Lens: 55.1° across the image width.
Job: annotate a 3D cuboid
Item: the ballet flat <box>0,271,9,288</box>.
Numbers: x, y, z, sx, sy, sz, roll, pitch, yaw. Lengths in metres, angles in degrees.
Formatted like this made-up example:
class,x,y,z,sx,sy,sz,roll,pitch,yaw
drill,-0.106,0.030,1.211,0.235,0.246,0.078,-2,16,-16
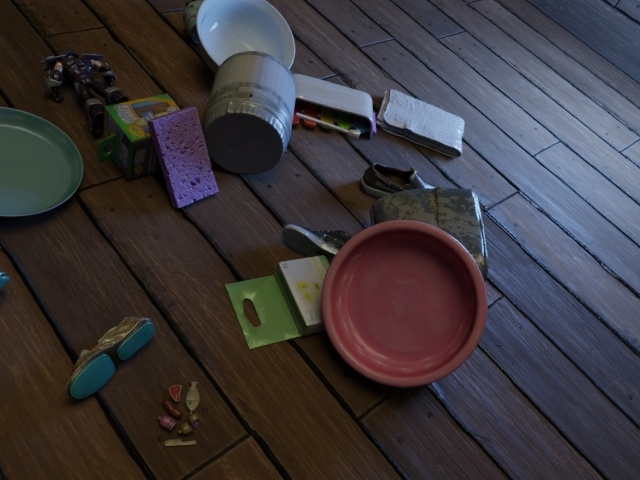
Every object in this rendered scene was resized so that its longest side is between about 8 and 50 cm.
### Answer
class,x,y,z,sx,sy,sz,roll,pitch,yaw
ballet flat,-0.687,0.119,1.096,0.247,0.083,0.087,-10,79,-27

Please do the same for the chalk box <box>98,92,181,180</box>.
class,x,y,z,sx,sy,sz,roll,pitch,yaw
chalk box,-0.432,-0.242,1.457,0.213,0.132,0.132,-22,62,-36

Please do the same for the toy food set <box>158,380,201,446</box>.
class,x,y,z,sx,sy,sz,roll,pitch,yaw
toy food set,-0.257,0.312,1.121,0.078,0.019,0.122,3,50,-19

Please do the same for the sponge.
class,x,y,z,sx,sy,sz,roll,pitch,yaw
sponge,-0.316,-0.193,1.426,0.117,0.210,0.031,-27,26,-35

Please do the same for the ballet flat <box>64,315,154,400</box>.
class,x,y,z,sx,sy,sz,roll,pitch,yaw
ballet flat,-0.398,0.212,1.135,0.067,0.073,0.206,15,37,30

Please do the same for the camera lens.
class,x,y,z,sx,sy,sz,roll,pitch,yaw
camera lens,-0.178,-0.331,1.571,0.219,0.219,0.274,13,48,-10

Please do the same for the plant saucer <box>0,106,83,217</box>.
class,x,y,z,sx,sy,sz,roll,pitch,yaw
plant saucer,-0.685,-0.165,1.330,0.318,0.043,0.317,17,47,-19

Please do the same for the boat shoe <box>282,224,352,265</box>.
class,x,y,z,sx,sy,sz,roll,pitch,yaw
boat shoe,0.000,0.000,1.465,0.183,0.065,0.083,29,45,-4

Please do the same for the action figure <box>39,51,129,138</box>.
class,x,y,z,sx,sy,sz,roll,pitch,yaw
action figure,-0.592,-0.389,1.553,0.185,0.099,0.285,-25,59,-28

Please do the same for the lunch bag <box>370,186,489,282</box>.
class,x,y,z,sx,sy,sz,roll,pitch,yaw
lunch bag,0.239,0.023,1.433,0.256,0.212,0.305,3,45,5

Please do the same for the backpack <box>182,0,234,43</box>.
class,x,y,z,sx,sy,sz,roll,pitch,yaw
backpack,-0.324,-0.672,1.868,0.182,0.152,0.115,-10,57,-19

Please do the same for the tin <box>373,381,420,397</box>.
class,x,y,z,sx,sy,sz,roll,pitch,yaw
tin,0.193,0.265,1.325,0.190,0.040,0.106,-24,67,-35

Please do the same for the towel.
class,x,y,z,sx,sy,sz,roll,pitch,yaw
towel,0.316,-0.369,1.911,0.282,0.049,0.187,21,47,-3

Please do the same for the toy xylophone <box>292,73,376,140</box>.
class,x,y,z,sx,sy,sz,roll,pitch,yaw
toy xylophone,0.017,-0.376,1.778,0.323,0.081,0.236,19,46,-5

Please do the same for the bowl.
class,x,y,z,sx,sy,sz,roll,pitch,yaw
bowl,-0.233,-0.558,1.776,0.298,0.134,0.297,9,69,-25

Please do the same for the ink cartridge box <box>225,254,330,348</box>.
class,x,y,z,sx,sy,sz,roll,pitch,yaw
ink cartridge box,-0.066,0.128,1.332,0.235,0.056,0.171,-8,55,-29

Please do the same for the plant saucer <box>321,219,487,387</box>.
class,x,y,z,sx,sy,sz,roll,pitch,yaw
plant saucer,0.169,0.126,1.249,0.332,0.332,0.084,41,10,16

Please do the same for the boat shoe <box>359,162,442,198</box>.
class,x,y,z,sx,sy,sz,roll,pitch,yaw
boat shoe,0.240,-0.147,1.656,0.258,0.095,0.095,10,48,-13
